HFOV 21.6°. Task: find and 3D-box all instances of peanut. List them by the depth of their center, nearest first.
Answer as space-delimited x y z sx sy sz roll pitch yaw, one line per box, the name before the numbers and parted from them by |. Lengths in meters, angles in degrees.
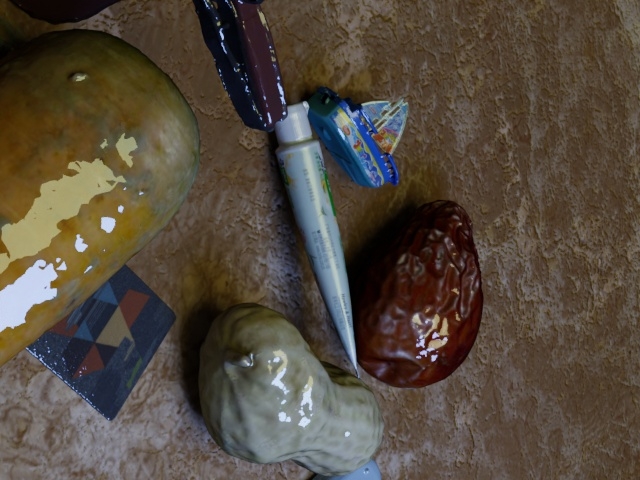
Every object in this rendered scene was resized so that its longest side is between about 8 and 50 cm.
peanut | -0.042 0.184 1.885 0.159 0.143 0.291 -41 139 5

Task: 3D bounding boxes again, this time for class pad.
pad | -0.242 0.079 1.745 0.211 0.003 0.143 48 65 -41

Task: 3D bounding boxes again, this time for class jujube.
jujube | 0.121 0.062 2.027 0.168 0.168 0.236 51 48 -40

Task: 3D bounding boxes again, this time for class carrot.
carrot | -0.272 -0.034 1.533 0.341 0.224 0.224 -50 130 -21

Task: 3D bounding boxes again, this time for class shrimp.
shrimp | -0.313 -0.190 1.600 0.059 0.023 0.108 -50 131 -15

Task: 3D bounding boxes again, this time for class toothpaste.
toothpaste | 0.000 0.000 1.900 0.058 0.056 0.314 -23 100 -47

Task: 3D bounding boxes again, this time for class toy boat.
toy boat | 0.063 -0.128 1.955 0.110 0.091 0.175 -43 133 -11

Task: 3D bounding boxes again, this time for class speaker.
speaker | -0.146 -0.241 1.558 0.198 0.329 0.259 -7 110 -45

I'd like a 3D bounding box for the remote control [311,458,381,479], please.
remote control | -0.009 0.344 2.018 0.244 0.047 0.087 -40 122 -35
